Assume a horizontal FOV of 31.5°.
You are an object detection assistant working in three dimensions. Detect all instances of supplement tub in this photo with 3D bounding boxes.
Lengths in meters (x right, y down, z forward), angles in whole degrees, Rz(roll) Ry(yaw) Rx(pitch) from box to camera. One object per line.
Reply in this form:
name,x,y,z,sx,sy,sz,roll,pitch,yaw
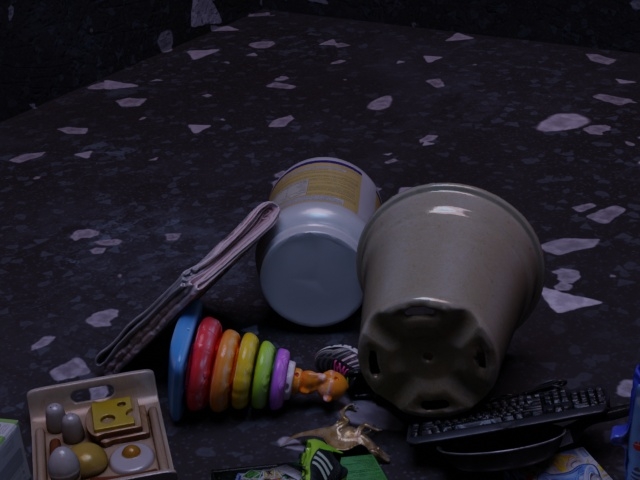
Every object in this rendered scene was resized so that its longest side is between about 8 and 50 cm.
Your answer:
supplement tub,0.000,0.000,2.233,0.241,0.241,0.331,-1,26,6

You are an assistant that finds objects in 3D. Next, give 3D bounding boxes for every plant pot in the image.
plant pot,0.197,0.118,1.870,0.334,0.333,0.305,2,28,12

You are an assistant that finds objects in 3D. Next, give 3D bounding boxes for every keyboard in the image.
keyboard,0.298,0.267,1.808,0.317,0.033,0.201,-11,4,10

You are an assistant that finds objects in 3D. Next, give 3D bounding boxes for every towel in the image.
towel,-0.239,0.086,2.065,0.053,0.332,0.317,47,37,-1

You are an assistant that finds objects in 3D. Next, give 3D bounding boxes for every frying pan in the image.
frying pan,0.330,0.303,1.754,0.326,0.053,0.197,-8,-1,-31

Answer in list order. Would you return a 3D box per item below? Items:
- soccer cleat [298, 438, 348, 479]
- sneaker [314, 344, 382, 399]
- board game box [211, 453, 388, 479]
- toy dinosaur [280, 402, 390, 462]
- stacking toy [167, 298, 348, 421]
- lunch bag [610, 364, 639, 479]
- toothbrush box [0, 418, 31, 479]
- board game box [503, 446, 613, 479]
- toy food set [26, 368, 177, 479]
soccer cleat,0.003,0.348,1.642,0.072,0.060,0.179,18,23,-4
sneaker,0.055,0.231,1.958,0.170,0.063,0.075,17,27,27
board game box,-0.022,0.375,1.676,0.260,0.030,0.136,-2,23,-17
toy dinosaur,0.031,0.307,1.821,0.183,0.053,0.092,7,30,21
stacking toy,-0.102,0.226,1.920,0.302,0.165,0.175,9,43,1
lunch bag,0.564,0.281,1.614,0.293,0.220,0.138,3,27,13
toothbrush box,-0.619,0.363,1.715,0.283,0.122,0.206,4,28,14
board game box,0.370,0.383,1.644,0.136,0.035,0.201,-11,27,-15
toy food set,-0.357,0.311,1.818,0.220,0.092,0.306,-9,27,-11
